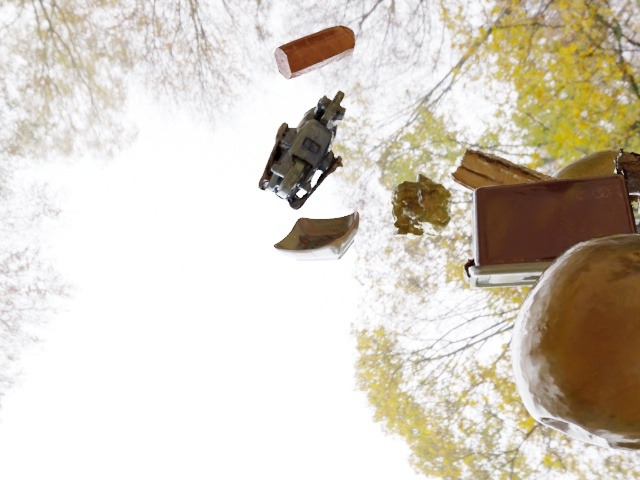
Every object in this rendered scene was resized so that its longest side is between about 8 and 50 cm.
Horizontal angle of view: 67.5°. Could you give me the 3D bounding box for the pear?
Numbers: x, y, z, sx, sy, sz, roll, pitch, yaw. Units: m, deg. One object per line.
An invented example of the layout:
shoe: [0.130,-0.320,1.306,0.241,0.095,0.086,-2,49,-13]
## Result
pear: [0.785,-0.144,1.411,0.340,0.386,0.191,-30,-102,-5]

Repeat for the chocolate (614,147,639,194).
chocolate: [0.646,-0.084,0.762,0.329,0.102,0.065,16,-105,38]

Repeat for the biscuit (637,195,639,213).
biscuit: [0.915,-0.222,1.036,0.166,0.342,0.395,7,-85,-38]

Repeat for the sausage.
sausage: [0.001,-0.352,0.882,0.169,0.065,0.065,-29,-109,-20]

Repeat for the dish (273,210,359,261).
dish: [0.000,0.000,1.258,0.151,0.212,0.077,-51,-54,-42]

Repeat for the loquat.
loquat: [0.289,0.090,0.474,0.179,0.179,0.227,34,-107,7]

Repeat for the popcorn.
popcorn: [0.284,-0.090,1.362,0.185,0.167,0.187,-16,-144,19]

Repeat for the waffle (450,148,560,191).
waffle: [0.471,-0.153,1.208,0.212,0.091,0.308,29,-160,25]

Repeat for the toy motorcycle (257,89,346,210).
toy motorcycle: [-0.052,-0.254,1.286,0.182,0.241,0.319,33,-92,-37]

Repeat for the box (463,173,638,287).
box: [0.405,-0.010,0.863,0.294,0.193,0.168,-4,-102,15]
